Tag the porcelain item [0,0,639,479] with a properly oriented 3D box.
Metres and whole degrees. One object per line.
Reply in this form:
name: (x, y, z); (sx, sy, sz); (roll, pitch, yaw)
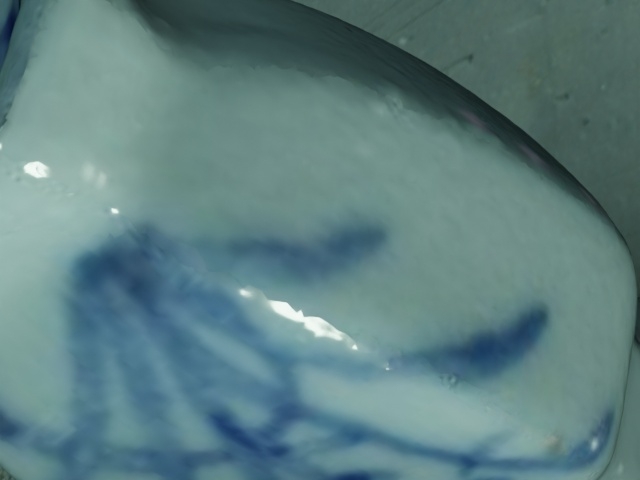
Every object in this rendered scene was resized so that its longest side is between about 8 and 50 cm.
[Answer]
porcelain item: (-0.003, 0.037, 0.632); (0.242, 0.405, 0.178); (-35, 43, 31)
